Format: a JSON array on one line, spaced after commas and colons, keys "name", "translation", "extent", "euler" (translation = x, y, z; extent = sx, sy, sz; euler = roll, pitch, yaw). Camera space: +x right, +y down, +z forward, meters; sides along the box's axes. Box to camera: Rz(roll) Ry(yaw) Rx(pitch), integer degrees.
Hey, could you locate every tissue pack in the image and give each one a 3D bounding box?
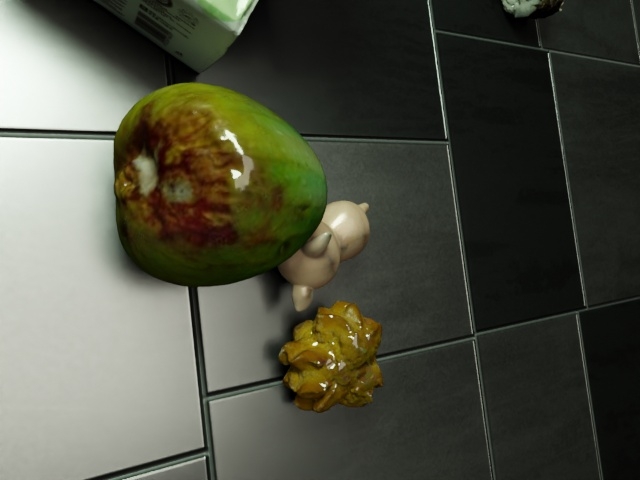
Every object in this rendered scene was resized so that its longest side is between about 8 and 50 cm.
[{"name": "tissue pack", "translation": [-0.156, -0.286, 0.483], "extent": [0.229, 0.159, 0.145], "euler": [31, 82, -22]}]

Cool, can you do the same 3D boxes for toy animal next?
[{"name": "toy animal", "translation": [0.006, 0.001, 0.591], "extent": [0.150, 0.089, 0.083], "euler": [-45, 124, -42]}]

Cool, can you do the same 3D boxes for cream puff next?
[{"name": "cream puff", "translation": [0.019, 0.127, 0.581], "extent": [0.116, 0.094, 0.122], "euler": [36, 63, -24]}]

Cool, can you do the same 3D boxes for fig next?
[{"name": "fig", "translation": [-0.088, -0.048, 0.491], "extent": [0.191, 0.181, 0.180], "euler": [9, 79, -28]}]

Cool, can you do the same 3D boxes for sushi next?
[{"name": "sushi", "translation": [0.323, -0.419, 0.835], "extent": [0.078, 0.090, 0.150], "euler": [-16, 93, -28]}]
